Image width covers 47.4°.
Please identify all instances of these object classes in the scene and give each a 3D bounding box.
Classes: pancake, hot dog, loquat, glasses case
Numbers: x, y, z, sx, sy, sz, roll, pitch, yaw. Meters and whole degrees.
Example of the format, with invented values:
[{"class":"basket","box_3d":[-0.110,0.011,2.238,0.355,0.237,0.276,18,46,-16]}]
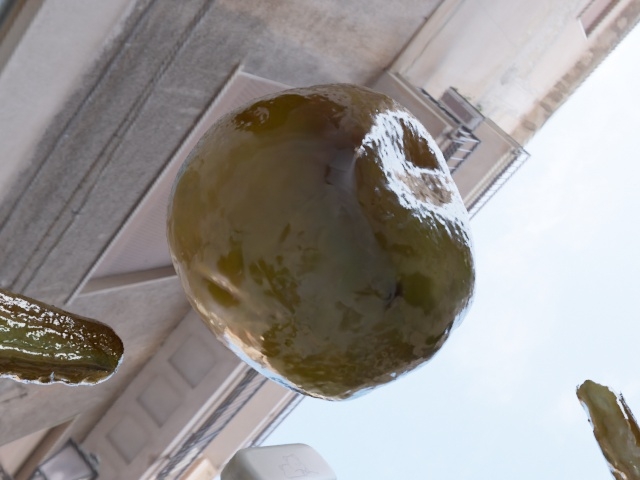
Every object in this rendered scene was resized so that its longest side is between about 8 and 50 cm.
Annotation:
[{"class":"pancake","box_3d":[0.369,0.267,0.738,0.057,0.244,0.266,-38,-128,25]},{"class":"hot dog","box_3d":[-0.233,0.062,0.491,0.047,0.216,0.066,-46,-133,18]},{"class":"loquat","box_3d":[0.000,0.000,0.673,0.276,0.276,0.283,-34,-93,22]},{"class":"glasses case","box_3d":[-0.048,0.301,0.922,0.050,0.196,0.083,-50,-117,10]}]
